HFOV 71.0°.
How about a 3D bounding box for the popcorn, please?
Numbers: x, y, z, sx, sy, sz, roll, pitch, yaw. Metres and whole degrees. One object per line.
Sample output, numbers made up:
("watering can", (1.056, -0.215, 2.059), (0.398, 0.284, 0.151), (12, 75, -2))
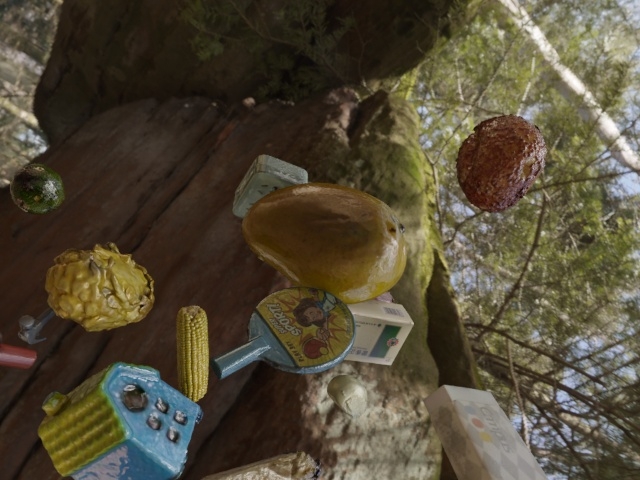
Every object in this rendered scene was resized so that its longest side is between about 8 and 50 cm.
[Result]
("popcorn", (-0.516, 0.107, 1.057), (0.190, 0.250, 0.250), (-51, -146, -7))

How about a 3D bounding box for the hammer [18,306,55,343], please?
("hammer", (-0.690, 0.159, 1.216), (0.137, 0.037, 0.290), (-56, -177, 42))

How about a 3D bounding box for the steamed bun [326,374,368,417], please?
("steamed bun", (0.080, 0.440, 1.295), (0.091, 0.130, 0.112), (-46, -154, -13))

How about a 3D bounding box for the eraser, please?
("eraser", (0.439, 0.553, 1.171), (0.397, 0.213, 0.082), (-108, -146, -62))

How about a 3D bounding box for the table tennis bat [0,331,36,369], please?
("table tennis bat", (-0.631, 0.174, 0.756), (0.200, 0.310, 0.038), (-22, -120, 12))

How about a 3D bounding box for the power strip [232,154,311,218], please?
("power strip", (-0.111, -0.146, 1.374), (0.229, 0.261, 0.141), (-45, -146, 48))

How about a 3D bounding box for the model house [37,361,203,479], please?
("model house", (-0.463, 0.425, 1.021), (0.237, 0.303, 0.215), (-35, -157, 18))

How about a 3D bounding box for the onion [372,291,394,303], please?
("onion", (0.184, 0.296, 1.970), (0.230, 0.272, 0.256), (-94, -160, -44))

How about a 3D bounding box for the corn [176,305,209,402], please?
("corn", (-0.331, 0.293, 1.165), (0.081, 0.081, 0.248), (12, -76, 54))

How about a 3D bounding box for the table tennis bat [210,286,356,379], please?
("table tennis bat", (-0.070, 0.197, 0.935), (0.215, 0.329, 0.044), (48, -41, 31))

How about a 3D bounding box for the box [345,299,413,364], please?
("box", (0.130, 0.259, 1.285), (0.095, 0.212, 0.168), (-114, -138, -55))

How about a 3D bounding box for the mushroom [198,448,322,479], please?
("mushroom", (-0.185, 0.768, 1.233), (0.224, 0.397, 0.314), (-34, -122, 42))

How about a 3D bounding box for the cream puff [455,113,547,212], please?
("cream puff", (0.418, -0.190, 1.080), (0.240, 0.164, 0.240), (-167, -90, -89))

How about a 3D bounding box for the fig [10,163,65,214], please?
("fig", (-0.736, -0.143, 1.173), (0.123, 0.123, 0.156), (-52, -145, 9))

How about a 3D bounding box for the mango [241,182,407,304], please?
("mango", (0.000, 0.000, 1.156), (0.445, 0.220, 0.301), (11, -103, 20))
